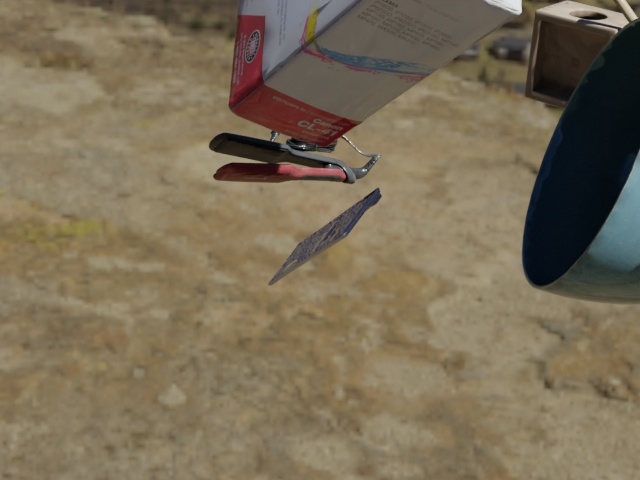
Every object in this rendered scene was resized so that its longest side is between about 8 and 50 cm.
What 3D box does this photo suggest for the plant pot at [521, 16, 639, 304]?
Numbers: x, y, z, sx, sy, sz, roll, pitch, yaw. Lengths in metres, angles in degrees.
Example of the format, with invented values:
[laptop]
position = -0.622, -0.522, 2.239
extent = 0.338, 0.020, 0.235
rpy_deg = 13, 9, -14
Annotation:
[plant pot]
position = 0.355, -0.053, 1.266
extent = 0.195, 0.290, 0.290
rpy_deg = 21, 21, -7

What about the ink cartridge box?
[ink cartridge box]
position = 0.047, -0.256, 1.198
extent = 0.131, 0.226, 0.306
rpy_deg = 21, -30, -30

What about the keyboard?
[keyboard]
position = 0.000, 0.000, 1.447
extent = 0.072, 0.014, 0.256
rpy_deg = -47, 5, -25

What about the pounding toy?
[pounding toy]
position = 0.397, -0.263, 1.696
extent = 0.206, 0.181, 0.094
rpy_deg = 23, 32, 35

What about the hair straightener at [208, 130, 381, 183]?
[hair straightener]
position = -0.029, -0.114, 1.521
extent = 0.230, 0.089, 0.047
rpy_deg = -1, -23, -28
